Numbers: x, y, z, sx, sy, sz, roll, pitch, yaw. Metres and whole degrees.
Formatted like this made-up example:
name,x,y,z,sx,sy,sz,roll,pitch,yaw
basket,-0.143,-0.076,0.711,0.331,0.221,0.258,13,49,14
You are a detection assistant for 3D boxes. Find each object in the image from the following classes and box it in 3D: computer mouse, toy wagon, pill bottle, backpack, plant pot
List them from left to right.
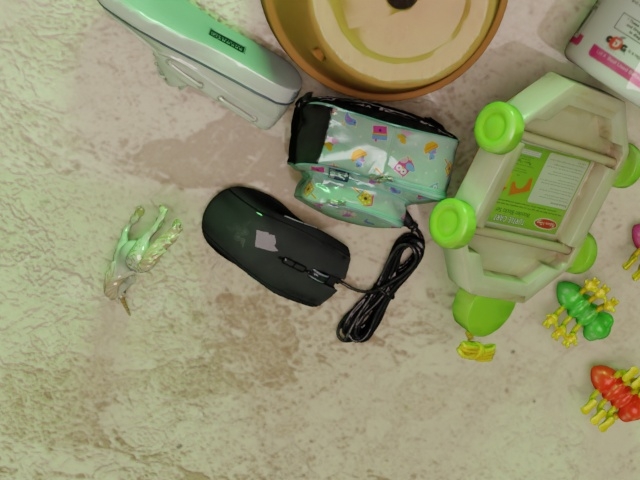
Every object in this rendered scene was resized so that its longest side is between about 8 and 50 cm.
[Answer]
name,x,y,z,sx,sy,sz,roll,pitch,yaw
computer mouse,0.000,0.000,1.830,0.262,0.060,0.184,36,101,-13
backpack,0.060,-0.087,1.746,0.188,0.166,0.144,6,89,-7
plant pot,0.079,-0.281,1.680,0.290,0.203,0.291,-1,107,-4
toy wagon,0.231,-0.022,1.770,0.267,0.068,0.344,11,110,-46
pill bottle,0.417,-0.283,1.725,0.160,0.160,0.283,31,102,-12

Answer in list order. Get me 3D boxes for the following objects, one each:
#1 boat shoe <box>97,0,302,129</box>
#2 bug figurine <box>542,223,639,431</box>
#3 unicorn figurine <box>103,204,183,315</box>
name,x,y,z,sx,sy,sz,roll,pitch,yaw
boat shoe,-0.149,-0.209,1.742,0.258,0.095,0.084,32,122,-4
bug figurine,0.409,0.095,1.880,0.279,0.072,0.216,-40,99,12
unicorn figurine,-0.215,0.017,1.804,0.060,0.162,0.111,29,75,-6
